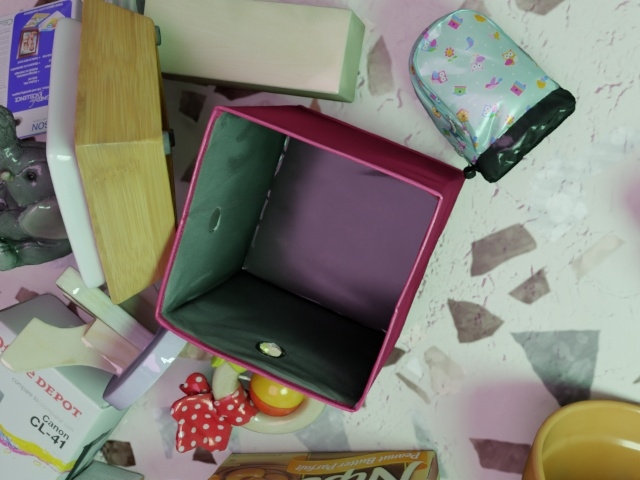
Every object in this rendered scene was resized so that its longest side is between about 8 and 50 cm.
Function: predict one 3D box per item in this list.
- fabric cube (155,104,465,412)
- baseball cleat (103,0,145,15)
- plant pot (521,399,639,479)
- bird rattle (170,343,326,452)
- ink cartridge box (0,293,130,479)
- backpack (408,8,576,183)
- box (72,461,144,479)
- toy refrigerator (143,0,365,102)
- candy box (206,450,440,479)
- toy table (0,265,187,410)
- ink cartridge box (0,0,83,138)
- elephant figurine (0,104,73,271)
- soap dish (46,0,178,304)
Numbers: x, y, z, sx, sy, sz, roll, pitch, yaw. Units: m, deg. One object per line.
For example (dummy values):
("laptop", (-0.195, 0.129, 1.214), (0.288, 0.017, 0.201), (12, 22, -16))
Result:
("fabric cube", (0.000, 0.000, 0.852), (0.254, 0.258, 0.259), (23, 106, 11))
("baseball cleat", (-0.269, -0.317, 0.971), (0.072, 0.109, 0.206), (7, 74, -20))
("plant pot", (0.353, 0.356, 0.818), (0.291, 0.291, 0.203), (19, 121, 13))
("bird rattle", (-0.092, 0.203, 0.992), (0.207, 0.143, 0.253), (18, 108, -4))
("ink cartridge box", (-0.449, 0.271, 1.105), (0.226, 0.131, 0.306), (38, 110, 7))
("backpack", (0.185, -0.175, 0.823), (0.152, 0.115, 0.182), (-41, 81, 0))
("box", (-0.352, 0.439, 1.085), (0.091, 0.170, 0.130), (12, 104, 14))
("toy refrigerator", (-0.087, -0.246, 0.921), (0.269, 0.094, 0.102), (10, 96, 14))
("candy box", (-0.008, 0.359, 0.959), (0.316, 0.183, 0.087), (-5, 99, 18))
("toy table", (-0.268, 0.102, 0.943), (0.161, 0.252, 0.274), (40, 151, -9))
("ink cartridge box", (-0.423, -0.222, 1.007), (0.206, 0.045, 0.208), (-7, 71, 17))
("elephant figurine", (-0.363, -0.065, 0.953), (0.239, 0.186, 0.169), (-36, 88, 38))
("soap dish", (-0.229, -0.110, 0.828), (0.118, 0.291, 0.229), (-6, 136, -9))
